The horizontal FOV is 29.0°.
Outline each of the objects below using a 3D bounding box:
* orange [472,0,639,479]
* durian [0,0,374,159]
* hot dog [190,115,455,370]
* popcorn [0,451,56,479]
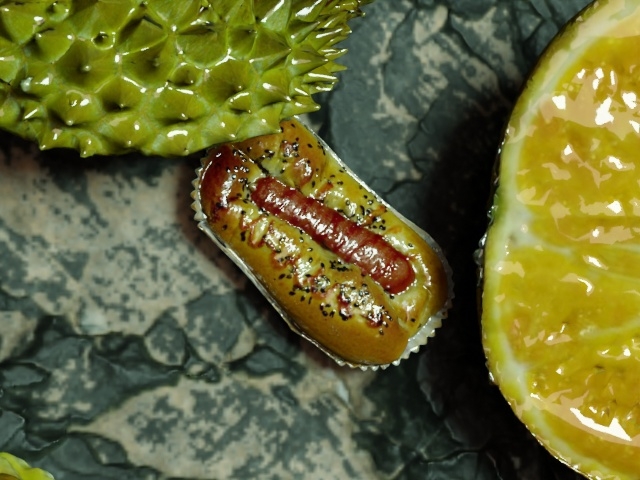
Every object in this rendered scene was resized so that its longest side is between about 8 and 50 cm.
[{"bbox_3d":[0.230,-0.012,0.760,0.274,0.274,0.310,-15,133,-17],"label":"orange"},{"bbox_3d":[-0.098,-0.130,0.716,0.306,0.166,0.172,-9,92,-18],"label":"durian"},{"bbox_3d":[0.000,0.000,0.789,0.191,0.059,0.108,42,71,-7],"label":"hot dog"},{"bbox_3d":[-0.192,0.220,0.654,0.189,0.169,0.218,18,62,-21],"label":"popcorn"}]
